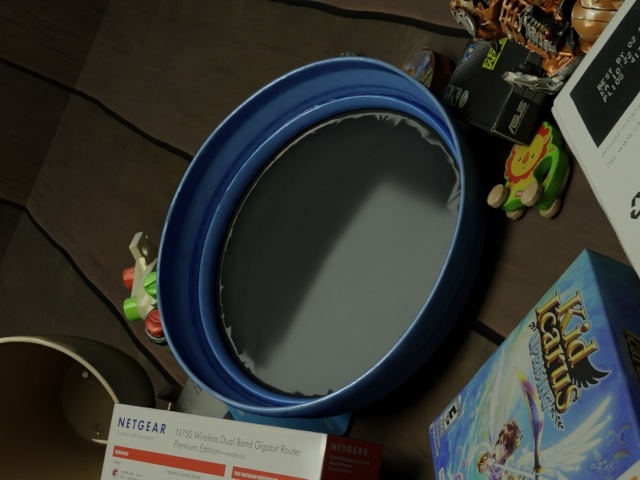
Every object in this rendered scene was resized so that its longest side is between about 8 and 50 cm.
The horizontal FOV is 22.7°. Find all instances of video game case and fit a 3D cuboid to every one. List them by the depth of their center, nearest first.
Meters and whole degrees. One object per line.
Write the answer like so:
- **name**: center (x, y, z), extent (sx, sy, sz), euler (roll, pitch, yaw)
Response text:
- **video game case**: center (0.187, 0.181, 1.284), extent (0.244, 0.061, 0.269), euler (-52, 27, 32)

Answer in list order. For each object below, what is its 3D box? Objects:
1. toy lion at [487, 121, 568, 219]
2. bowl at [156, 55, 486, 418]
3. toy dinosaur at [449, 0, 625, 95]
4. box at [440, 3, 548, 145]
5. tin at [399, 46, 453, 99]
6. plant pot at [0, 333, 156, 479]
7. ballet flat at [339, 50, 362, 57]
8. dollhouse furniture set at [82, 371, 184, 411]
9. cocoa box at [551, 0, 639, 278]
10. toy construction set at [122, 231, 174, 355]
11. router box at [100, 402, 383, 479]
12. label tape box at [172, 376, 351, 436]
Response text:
- **toy lion**: center (0.205, -0.069, 1.520), extent (0.096, 0.034, 0.100), euler (-64, 21, -11)
- **bowl**: center (0.000, 0.000, 1.664), extent (0.391, 0.077, 0.391), euler (-16, 61, 31)
- **toy dinosaur**: center (0.263, -0.215, 1.364), extent (0.218, 0.322, 0.164), euler (-66, -23, -9)
- **box**: center (0.199, -0.198, 1.606), extent (0.190, 0.045, 0.184), euler (-64, 14, 6)
- **tin**: center (0.092, -0.135, 1.830), extent (0.189, 0.040, 0.106), euler (-54, 22, 32)
- **plant pot**: center (-0.302, 0.220, 1.921), extent (0.256, 0.256, 0.274), euler (-63, -9, 11)
- **ballet flat**: center (0.014, -0.196, 2.060), extent (0.114, 0.041, 0.041), euler (-60, 23, 19)
- **dollhouse furniture set**: center (-0.251, 0.252, 2.107), extent (0.144, 0.151, 0.123), euler (-27, 46, 62)
- **cocoa box**: center (0.349, -0.118, 0.963), extent (0.347, 0.228, 0.231), euler (-56, 25, 27)
- **toy construction set**: center (-0.117, 0.022, 1.873), extent (0.328, 0.151, 0.215), euler (-23, 59, 31)
- **router box**: center (-0.103, 0.329, 1.594), extent (0.335, 0.082, 0.301), euler (2, 79, 46)
- **label tape box**: center (-0.095, 0.243, 1.809), extent (0.347, 0.115, 0.249), euler (-65, 22, 11)
